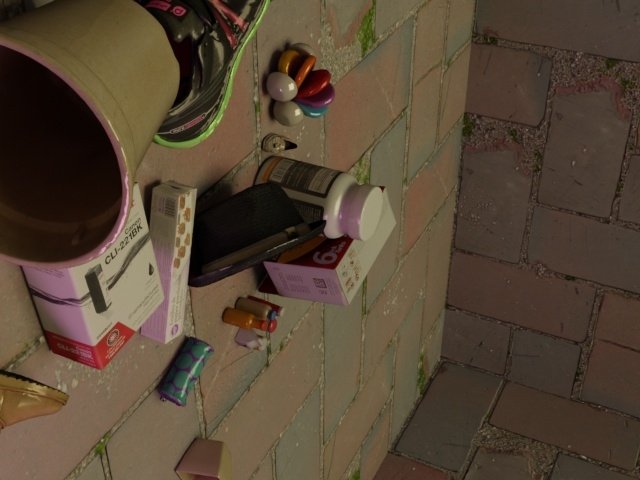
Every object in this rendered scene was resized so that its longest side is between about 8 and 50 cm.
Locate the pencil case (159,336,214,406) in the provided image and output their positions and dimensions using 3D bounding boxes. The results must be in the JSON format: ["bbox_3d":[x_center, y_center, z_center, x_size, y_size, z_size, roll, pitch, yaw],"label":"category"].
[{"bbox_3d":[-0.291,0.287,1.953,0.070,0.064,0.151,55,52,-43],"label":"pencil case"}]

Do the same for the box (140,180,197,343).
[{"bbox_3d":[-0.298,0.044,1.747,0.063,0.067,0.324,-35,138,-58],"label":"box"}]

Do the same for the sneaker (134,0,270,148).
[{"bbox_3d":[-0.209,-0.396,1.532,0.202,0.185,0.482,5,98,-72],"label":"sneaker"}]

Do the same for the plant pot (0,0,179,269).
[{"bbox_3d":[-0.349,-0.183,1.208,0.305,0.334,0.333,-66,160,-52],"label":"plant pot"}]

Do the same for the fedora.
[{"bbox_3d":[-0.157,-0.025,1.902,0.334,0.334,0.152,-27,94,-62],"label":"fedora"}]

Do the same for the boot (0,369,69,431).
[{"bbox_3d":[-0.527,0.335,1.383,0.236,0.089,0.269,36,70,-56],"label":"boot"}]

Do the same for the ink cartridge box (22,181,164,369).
[{"bbox_3d":[-0.380,0.047,1.499,0.197,0.114,0.272,-53,149,-42],"label":"ink cartridge box"}]

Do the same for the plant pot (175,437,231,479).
[{"bbox_3d":[-0.268,0.533,2.137,0.109,0.109,0.096,75,24,-53],"label":"plant pot"}]

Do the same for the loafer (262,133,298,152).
[{"bbox_3d":[-0.094,-0.229,2.123,0.125,0.039,0.045,-17,121,-65],"label":"loafer"}]

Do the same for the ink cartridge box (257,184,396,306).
[{"bbox_3d":[0.000,0.000,2.239,0.309,0.272,0.130,-58,141,-38],"label":"ink cartridge box"}]

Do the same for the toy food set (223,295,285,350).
[{"bbox_3d":[-0.145,0.208,2.205,0.111,0.105,0.232,-65,157,-22],"label":"toy food set"}]

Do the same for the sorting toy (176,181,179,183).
[{"bbox_3d":[-0.303,-0.079,1.744,0.083,0.012,0.062,-31,134,-63],"label":"sorting toy"}]

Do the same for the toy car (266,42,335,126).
[{"bbox_3d":[-0.033,-0.353,2.058,0.182,0.136,0.159,77,35,-51],"label":"toy car"}]

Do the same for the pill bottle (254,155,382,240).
[{"bbox_3d":[-0.006,-0.095,2.106,0.162,0.278,0.162,-49,148,-47],"label":"pill bottle"}]
